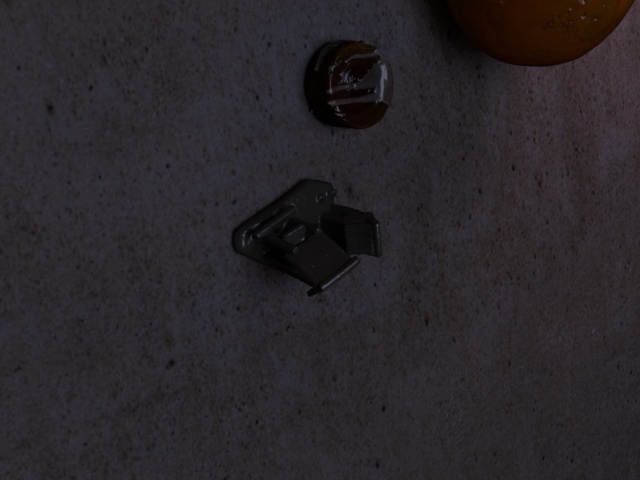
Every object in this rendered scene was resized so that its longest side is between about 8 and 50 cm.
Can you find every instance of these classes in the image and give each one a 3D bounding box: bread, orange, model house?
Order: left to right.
[{"bbox_3d":[-0.003,0.004,1.727,0.229,0.188,0.122,-35,136,-32],"label":"model house"},{"bbox_3d":[0.050,-0.267,1.779,0.160,0.073,0.161,-6,100,-40],"label":"bread"},{"bbox_3d":[0.417,-0.529,1.889,0.424,0.326,0.424,-12,109,-39],"label":"orange"}]
